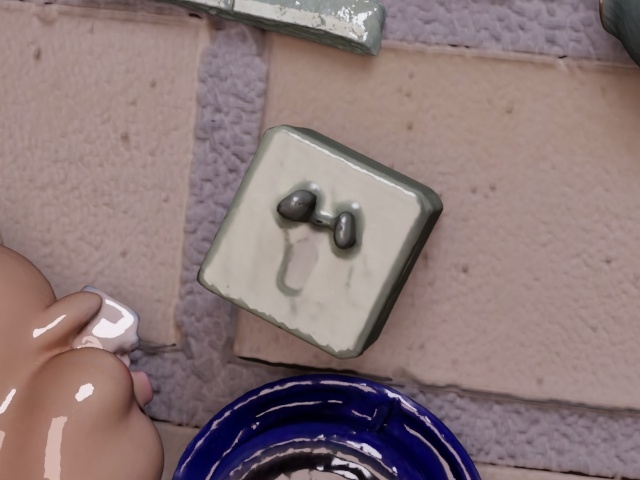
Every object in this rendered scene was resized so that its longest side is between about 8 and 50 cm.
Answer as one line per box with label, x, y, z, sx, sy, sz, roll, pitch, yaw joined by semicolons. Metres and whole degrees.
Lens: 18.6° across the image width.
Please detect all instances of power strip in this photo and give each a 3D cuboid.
power strip;0.000;0.000;1.469;0.139;0.224;0.140;28;96;5

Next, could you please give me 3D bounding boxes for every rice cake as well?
rice cake;-0.067;-0.195;1.563;0.245;0.042;0.045;14;81;7

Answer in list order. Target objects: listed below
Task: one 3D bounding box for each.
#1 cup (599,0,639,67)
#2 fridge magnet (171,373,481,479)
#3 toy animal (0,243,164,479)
cup;0.292;-0.182;1.464;0.150;0.199;0.199;14;94;24
fridge magnet;0.004;0.237;1.533;0.265;0.112;0.265;0;93;9
toy animal;-0.231;0.127;1.534;0.256;0.195;0.213;31;71;4
